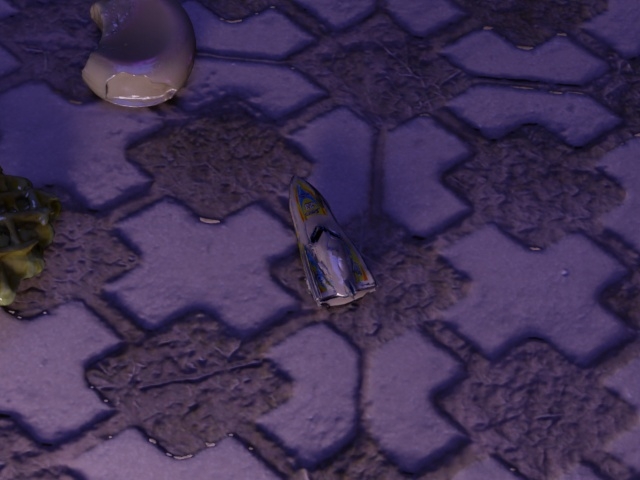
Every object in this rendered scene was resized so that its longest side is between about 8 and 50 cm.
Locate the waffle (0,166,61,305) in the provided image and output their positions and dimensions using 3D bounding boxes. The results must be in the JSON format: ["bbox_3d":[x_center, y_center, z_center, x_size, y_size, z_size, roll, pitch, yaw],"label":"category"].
[{"bbox_3d":[-0.486,-0.026,1.435,0.297,0.073,0.317,27,41,-2],"label":"waffle"}]

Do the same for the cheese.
[{"bbox_3d":[-0.265,-0.325,1.663,0.163,0.082,0.286,-3,60,-7],"label":"cheese"}]

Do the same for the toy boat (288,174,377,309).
[{"bbox_3d":[0.000,0.000,1.523,0.084,0.066,0.210,-17,65,-15],"label":"toy boat"}]
